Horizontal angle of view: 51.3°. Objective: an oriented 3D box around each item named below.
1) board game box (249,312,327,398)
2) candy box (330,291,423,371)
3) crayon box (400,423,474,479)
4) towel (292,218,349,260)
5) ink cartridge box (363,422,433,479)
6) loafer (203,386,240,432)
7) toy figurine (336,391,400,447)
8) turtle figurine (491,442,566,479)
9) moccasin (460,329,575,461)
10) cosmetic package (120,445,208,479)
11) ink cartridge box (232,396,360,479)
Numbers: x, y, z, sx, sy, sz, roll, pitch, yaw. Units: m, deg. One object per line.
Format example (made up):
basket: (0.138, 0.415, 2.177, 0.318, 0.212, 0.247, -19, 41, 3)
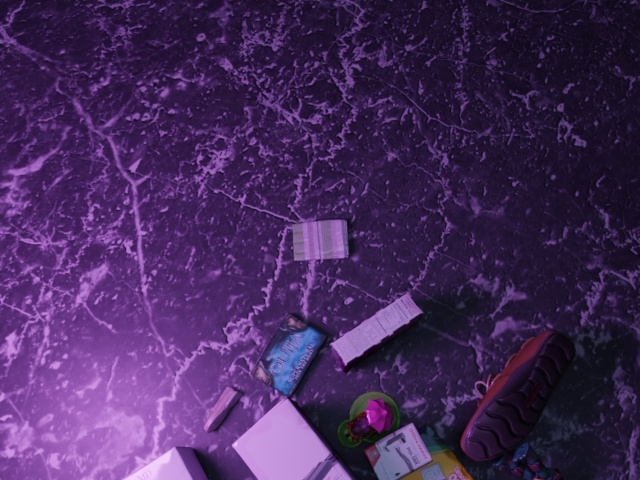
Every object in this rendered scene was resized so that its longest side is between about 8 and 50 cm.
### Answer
board game box: (-0.083, 0.298, 1.732, 0.126, 0.026, 0.186, 29, 75, 10)
candy box: (0.139, 0.233, 1.675, 0.233, 0.159, 0.071, -32, 75, -9)
crayon box: (0.283, 0.602, 1.589, 0.165, 0.081, 0.278, -37, 74, -10)
towel: (0.000, 0.000, 1.832, 0.152, 0.023, 0.113, -5, 70, 3)
ink cartridge box: (0.180, 0.500, 1.555, 0.135, 0.056, 0.099, -27, 69, -6)
loafer: (-0.257, 0.428, 1.693, 0.039, 0.045, 0.125, 29, 68, 28)
toy figurine: (0.115, 0.435, 1.610, 0.173, 0.159, 0.130, -30, 73, -7)
turtle figurine: (0.526, 0.586, 1.572, 0.234, 0.118, 0.175, 47, 123, 1)
moccasin: (0.469, 0.376, 1.637, 0.139, 0.147, 0.380, 37, 73, -2)
cosmetic package: (-0.320, 0.698, 1.544, 0.217, 0.156, 0.385, -33, 75, -6)
ink cartridge box: (0.000, 0.565, 1.506, 0.166, 0.285, 0.395, -39, 74, -9)
